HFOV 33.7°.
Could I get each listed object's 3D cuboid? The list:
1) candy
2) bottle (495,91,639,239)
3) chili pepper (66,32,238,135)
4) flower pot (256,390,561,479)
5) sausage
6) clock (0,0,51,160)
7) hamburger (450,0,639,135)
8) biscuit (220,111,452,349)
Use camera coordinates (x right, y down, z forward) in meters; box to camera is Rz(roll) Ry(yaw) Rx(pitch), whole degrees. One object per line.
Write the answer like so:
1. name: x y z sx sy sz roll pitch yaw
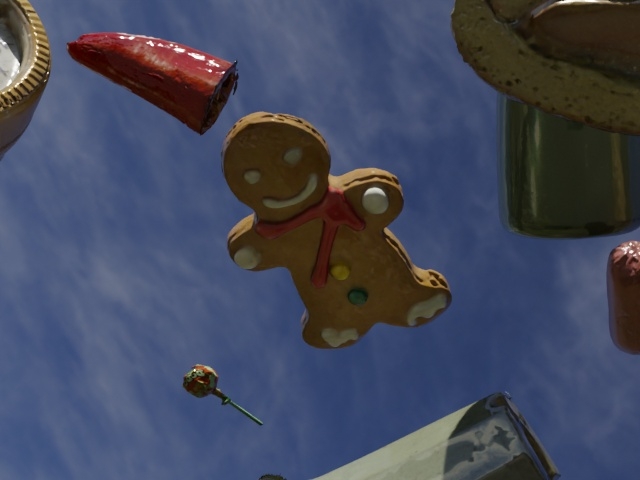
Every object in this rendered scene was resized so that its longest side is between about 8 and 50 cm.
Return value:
1. candy: -0.150 0.256 1.694 0.055 0.049 0.185 -33 -51 17
2. bottle: 0.276 -0.179 1.191 0.168 0.168 0.347 2 -80 39
3. chili pepper: -0.175 -0.167 1.047 0.169 0.088 0.065 21 -43 5
4. flower pot: 0.104 0.282 0.931 0.259 0.290 0.290 -31 -84 8
5. sausage: 0.335 0.062 1.118 0.062 0.062 0.154 18 -34 31
6. clock: -0.399 -0.179 0.944 0.317 0.244 0.200 40 -47 5
7. hamburger: 0.217 -0.166 0.941 0.208 0.155 0.135 4 -83 5
8. biscuit: 0.000 0.000 1.185 0.216 0.047 0.339 -20 -54 13
